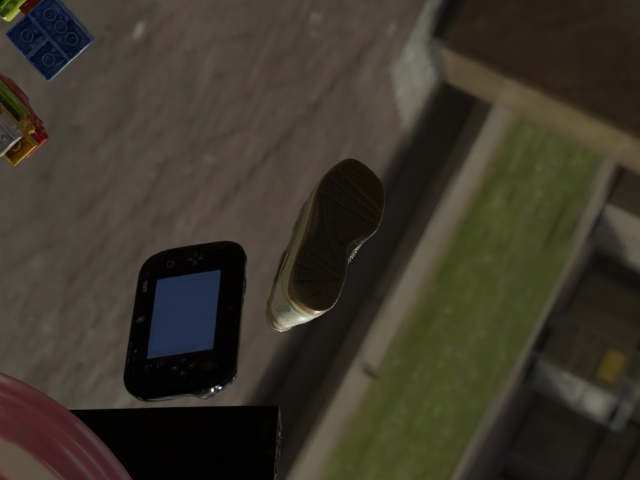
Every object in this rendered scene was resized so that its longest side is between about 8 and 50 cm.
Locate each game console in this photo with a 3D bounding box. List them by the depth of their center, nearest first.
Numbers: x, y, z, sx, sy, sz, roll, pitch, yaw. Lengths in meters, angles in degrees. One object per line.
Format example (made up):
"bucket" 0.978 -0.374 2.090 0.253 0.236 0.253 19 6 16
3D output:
"game console" -0.139 0.124 1.667 0.361 0.213 0.044 -88 174 -51

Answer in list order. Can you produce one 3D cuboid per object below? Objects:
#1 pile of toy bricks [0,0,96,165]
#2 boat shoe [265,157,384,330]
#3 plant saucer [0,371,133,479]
"pile of toy bricks" -0.190 -0.150 0.960 0.118 0.212 0.105 -41 -174 10
"boat shoe" 0.001 0.002 1.336 0.048 0.056 0.153 -37 -157 43
"plant saucer" -0.242 0.225 1.074 0.332 0.332 0.084 -60 -174 -17
